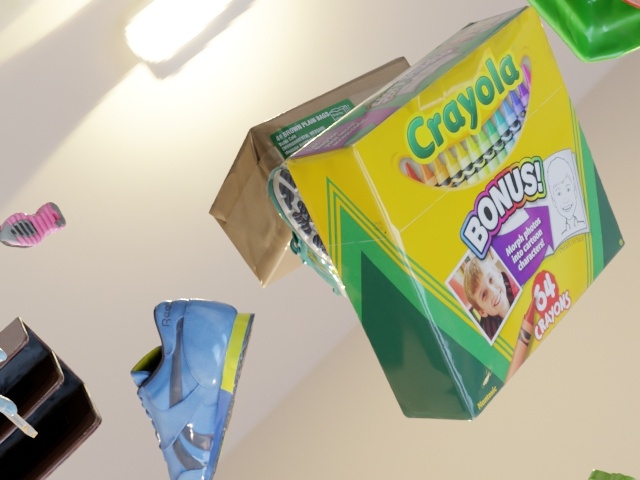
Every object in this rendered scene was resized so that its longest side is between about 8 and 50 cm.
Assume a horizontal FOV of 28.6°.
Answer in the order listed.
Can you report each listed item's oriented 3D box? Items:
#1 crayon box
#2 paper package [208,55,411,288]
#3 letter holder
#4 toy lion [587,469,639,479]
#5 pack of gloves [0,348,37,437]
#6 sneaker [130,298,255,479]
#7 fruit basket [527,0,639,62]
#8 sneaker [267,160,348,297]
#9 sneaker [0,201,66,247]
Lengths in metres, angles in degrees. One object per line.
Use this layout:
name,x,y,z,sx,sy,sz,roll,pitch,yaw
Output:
crayon box,0.164,-0.038,1.359,0.106,0.313,0.363,-6,-154,44
paper package,0.016,-0.111,2.053,0.325,0.309,0.168,-29,-105,-29
letter holder,-0.475,0.283,1.757,0.302,0.152,0.214,-43,-159,-6
toy lion,0.358,0.292,1.465,0.100,0.096,0.034,20,-108,29
pack of gloves,-0.355,0.087,1.198,0.232,0.195,0.046,41,-102,6
sneaker,-0.106,0.123,0.972,0.082,0.209,0.069,12,-140,-2
fruit basket,0.310,-0.226,1.022,0.283,0.392,0.392,-21,-138,22
sneaker,0.000,0.000,1.705,0.110,0.275,0.107,-3,-129,35
sneaker,-0.368,-0.011,1.564,0.057,0.047,0.119,-25,-179,25
